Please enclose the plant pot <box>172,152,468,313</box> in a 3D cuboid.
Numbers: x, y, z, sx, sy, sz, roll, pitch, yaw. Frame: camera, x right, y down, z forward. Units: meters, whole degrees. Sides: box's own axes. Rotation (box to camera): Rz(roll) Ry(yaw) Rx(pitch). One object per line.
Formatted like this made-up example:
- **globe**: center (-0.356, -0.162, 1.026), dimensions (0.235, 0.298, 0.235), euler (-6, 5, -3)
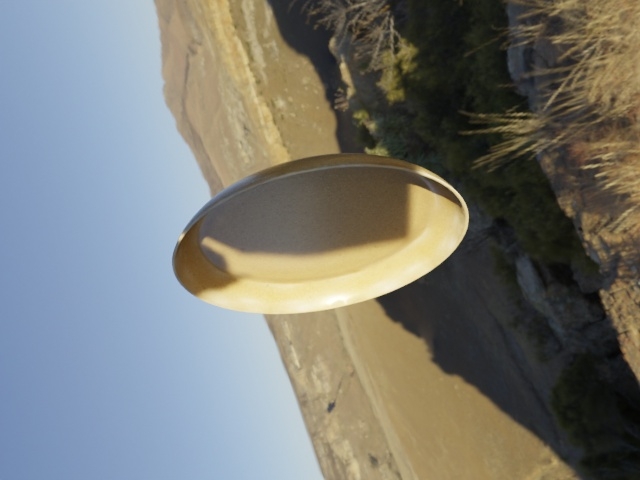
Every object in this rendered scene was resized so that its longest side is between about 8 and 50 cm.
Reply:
- **plant pot**: center (0.000, 0.000, 0.453), dimensions (0.236, 0.237, 0.032), euler (80, 179, -61)
